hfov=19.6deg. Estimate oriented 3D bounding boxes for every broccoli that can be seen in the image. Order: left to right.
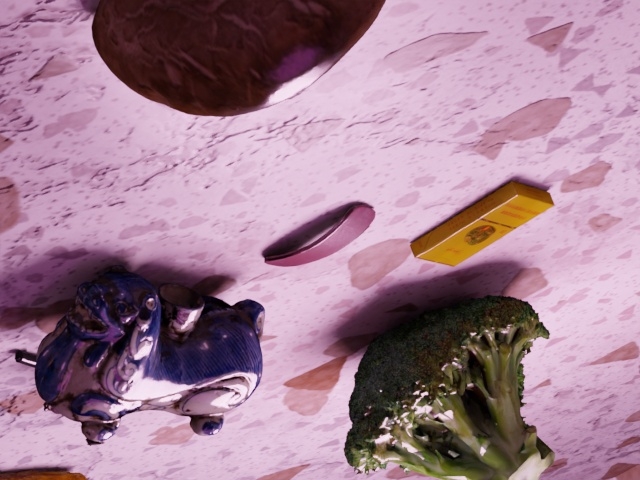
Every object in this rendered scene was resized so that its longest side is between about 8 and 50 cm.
[{"bbox_3d":[0.178,0.205,2.372,0.308,0.275,0.308,-32,144,-27],"label":"broccoli"}]

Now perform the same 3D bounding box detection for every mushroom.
[{"bbox_3d":[-0.051,-0.174,1.450,0.286,0.151,0.156,-30,154,23],"label":"mushroom"}]

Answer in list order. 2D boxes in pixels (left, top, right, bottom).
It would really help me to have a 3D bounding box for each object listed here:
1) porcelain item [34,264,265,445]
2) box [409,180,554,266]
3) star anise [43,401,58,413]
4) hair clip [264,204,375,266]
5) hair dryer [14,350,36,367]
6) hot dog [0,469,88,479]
[{"bbox_3d":[-0.180,0.113,2.038,0.288,0.138,0.186,1,123,-41],"label":"porcelain item"},{"bbox_3d":[0.189,-0.018,2.167,0.155,0.023,0.087,-33,157,28],"label":"box"},{"bbox_3d":[-0.256,0.162,2.162,0.129,0.056,0.124,-30,174,4],"label":"star anise"},{"bbox_3d":[0.000,0.002,2.057,0.137,0.022,0.054,-29,159,21],"label":"hair clip"},{"bbox_3d":[-0.317,0.138,2.111,0.047,0.026,0.083,-32,147,23],"label":"hair dryer"},{"bbox_3d":[-0.419,0.345,2.408,0.286,0.088,0.061,-5,-173,-38],"label":"hot dog"}]
